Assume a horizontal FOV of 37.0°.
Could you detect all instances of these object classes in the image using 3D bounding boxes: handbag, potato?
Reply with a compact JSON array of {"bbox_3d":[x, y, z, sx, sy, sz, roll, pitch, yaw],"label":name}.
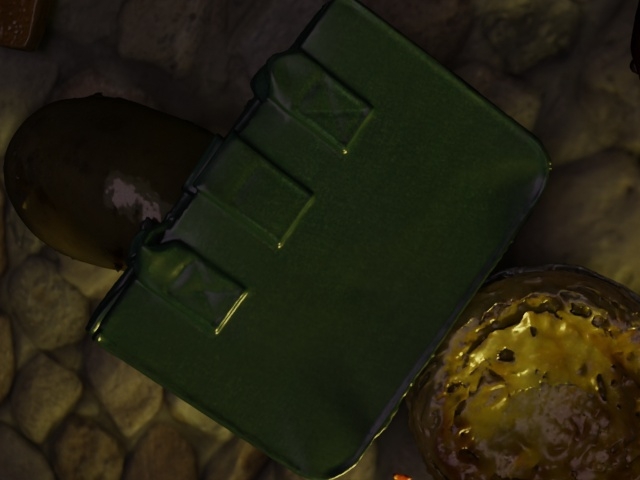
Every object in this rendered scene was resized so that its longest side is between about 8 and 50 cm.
[{"bbox_3d":[0.001,0.001,0.749,0.238,0.089,0.326,37,88,-13],"label":"handbag"},{"bbox_3d":[-0.175,-0.046,0.856,0.262,0.165,0.165,17,100,19],"label":"potato"}]

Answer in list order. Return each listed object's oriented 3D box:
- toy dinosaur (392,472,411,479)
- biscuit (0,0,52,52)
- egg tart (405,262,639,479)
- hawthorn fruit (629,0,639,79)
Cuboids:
[{"bbox_3d":[0.150,0.276,0.757,0.117,0.070,0.288,3,133,41],"label":"toy dinosaur"},{"bbox_3d":[-0.339,-0.291,0.960,0.212,0.041,0.239,-31,84,14],"label":"biscuit"},{"bbox_3d":[0.186,0.133,0.779,0.234,0.094,0.234,1,94,17],"label":"egg tart"},{"bbox_3d":[0.339,-0.151,0.663,0.235,0.181,0.181,18,101,5],"label":"hawthorn fruit"}]
